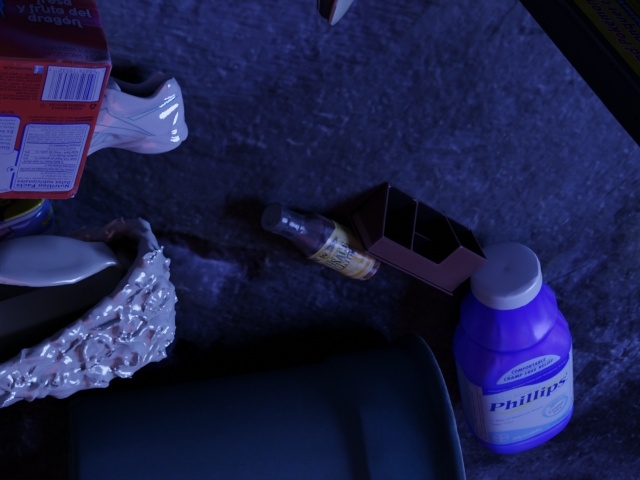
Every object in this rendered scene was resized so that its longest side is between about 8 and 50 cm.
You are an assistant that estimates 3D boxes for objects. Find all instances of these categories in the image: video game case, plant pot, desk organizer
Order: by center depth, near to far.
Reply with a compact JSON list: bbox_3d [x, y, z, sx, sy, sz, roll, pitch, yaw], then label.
[{"bbox_3d":[0.285,-0.145,0.980,0.248,0.275,0.035,-5,131,-20],"label":"video game case"},{"bbox_3d":[0.090,-0.001,1.251,0.050,0.047,0.130,-42,138,22],"label":"desk organizer"},{"bbox_3d":[-0.065,0.265,1.295,0.334,0.341,0.341,-2,139,-11],"label":"plant pot"}]

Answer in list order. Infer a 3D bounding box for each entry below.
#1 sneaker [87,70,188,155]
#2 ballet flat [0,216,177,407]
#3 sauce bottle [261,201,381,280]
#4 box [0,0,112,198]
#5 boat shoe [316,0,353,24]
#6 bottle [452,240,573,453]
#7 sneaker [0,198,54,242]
[{"bbox_3d":[-0.173,-0.092,1.021,0.152,0.054,0.061,-14,133,-19],"label":"sneaker"},{"bbox_3d":[-0.286,0.068,0.997,0.408,0.147,0.147,-20,146,-32],"label":"ballet flat"},{"bbox_3d":[0.000,0.000,1.213,0.128,0.042,0.042,23,125,-42],"label":"sauce bottle"},{"bbox_3d":[-0.276,-0.112,0.881,0.256,0.123,0.128,0,138,-24],"label":"box"},{"bbox_3d":[0.012,-0.211,0.965,0.043,0.049,0.137,25,141,11],"label":"boat shoe"},{"bbox_3d":[0.193,0.109,1.393,0.118,0.092,0.283,-22,142,-6],"label":"bottle"},{"bbox_3d":[-0.273,0.001,1.080,0.144,0.053,0.059,-20,144,0],"label":"sneaker"}]
